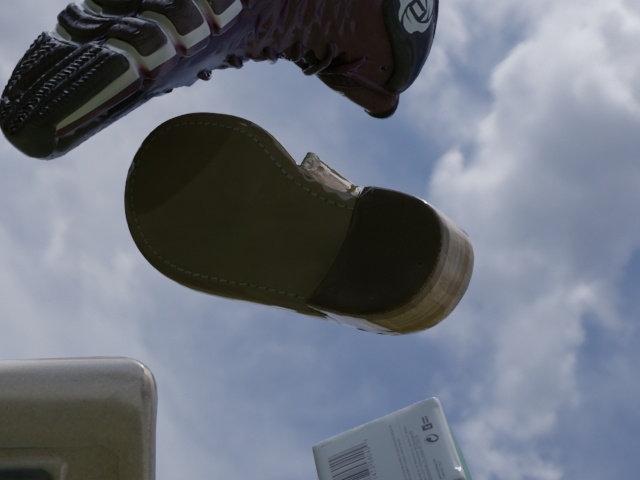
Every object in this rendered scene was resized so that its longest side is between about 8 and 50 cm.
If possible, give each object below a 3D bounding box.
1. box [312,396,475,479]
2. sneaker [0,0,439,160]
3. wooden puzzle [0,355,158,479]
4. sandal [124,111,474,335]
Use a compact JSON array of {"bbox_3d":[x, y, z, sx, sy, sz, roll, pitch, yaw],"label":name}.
[{"bbox_3d":[0.060,0.185,1.193,0.101,0.102,0.087,-106,173,-60],"label":"box"},{"bbox_3d":[-0.029,-0.103,0.938,0.162,0.281,0.106,54,-9,-32],"label":"sneaker"},{"bbox_3d":[-0.159,0.150,0.499,0.221,0.238,0.044,-3,-18,8],"label":"wooden puzzle"},{"bbox_3d":[-0.003,0.006,0.812,0.079,0.088,0.240,34,-9,-39],"label":"sandal"}]
